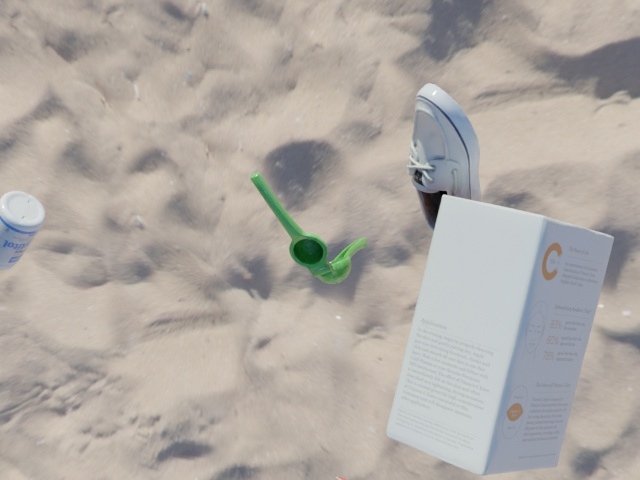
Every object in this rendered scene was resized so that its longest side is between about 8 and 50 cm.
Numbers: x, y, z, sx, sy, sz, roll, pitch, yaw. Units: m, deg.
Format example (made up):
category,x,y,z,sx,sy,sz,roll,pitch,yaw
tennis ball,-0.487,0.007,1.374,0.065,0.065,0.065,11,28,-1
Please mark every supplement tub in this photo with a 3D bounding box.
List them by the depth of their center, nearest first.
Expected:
category,x,y,z,sx,sy,sz,roll,pitch,yaw
supplement tub,-0.452,-0.014,1.521,0.071,0.071,0.107,39,125,-3

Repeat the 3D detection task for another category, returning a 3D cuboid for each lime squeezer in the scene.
category,x,y,z,sx,sy,sz,roll,pitch,yaw
lime squeezer,0.000,0.000,1.526,0.058,0.310,0.110,-5,70,32

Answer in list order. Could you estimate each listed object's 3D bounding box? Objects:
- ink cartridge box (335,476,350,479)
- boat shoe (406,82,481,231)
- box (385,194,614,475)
category,x,y,z,sx,sy,sz,roll,pitch,yaw
ink cartridge box,0.088,0.354,1.249,0.134,0.231,0.078,21,78,24
boat shoe,0.165,-0.108,1.488,0.088,0.267,0.096,-42,60,-15
box,0.252,0.131,1.457,0.215,0.168,0.345,11,94,-50
